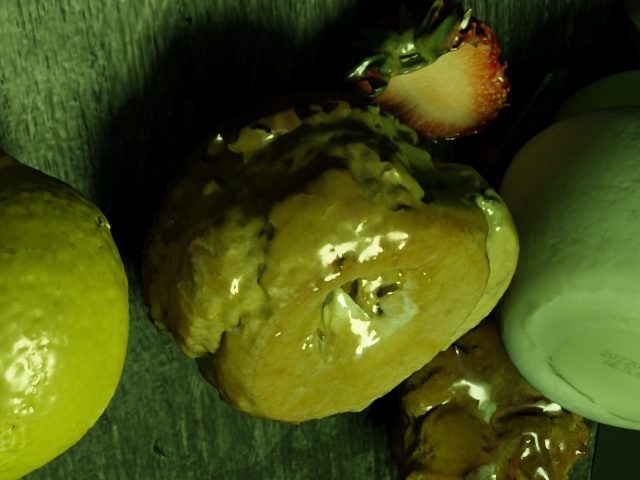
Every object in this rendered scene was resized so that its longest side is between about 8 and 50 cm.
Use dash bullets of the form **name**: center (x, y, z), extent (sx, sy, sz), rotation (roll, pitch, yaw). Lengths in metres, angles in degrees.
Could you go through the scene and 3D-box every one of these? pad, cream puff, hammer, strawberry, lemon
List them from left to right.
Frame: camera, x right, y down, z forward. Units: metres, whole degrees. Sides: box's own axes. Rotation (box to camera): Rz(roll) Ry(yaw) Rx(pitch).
- **lemon**: center (-0.287, 0.063, 1.287), extent (0.293, 0.293, 0.293), rotation (-17, 125, -25)
- **cream puff**: center (0.000, 0.000, 1.457), extent (0.343, 0.231, 0.327), rotation (-19, 142, -21)
- **strawberry**: center (0.093, -0.161, 1.542), extent (0.167, 0.087, 0.208), rotation (-24, 158, 3)
- **hammer**: center (0.160, -0.063, 1.656), extent (0.137, 0.037, 0.290), rotation (25, 100, -51)
- **cream puff**: center (0.181, 0.195, 1.727), extent (0.241, 0.155, 0.269), rotation (17, 76, -20)
- **pad**: center (0.413, 0.240, 2.038), extent (0.159, 0.009, 0.265), rotation (-16, 126, -26)

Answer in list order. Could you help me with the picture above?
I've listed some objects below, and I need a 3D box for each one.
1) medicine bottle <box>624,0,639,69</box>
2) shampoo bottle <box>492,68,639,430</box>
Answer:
- **medicine bottle**: center (0.431, -0.155, 1.708), extent (0.151, 0.151, 0.322), rotation (-38, 131, -9)
- **shampoo bottle**: center (0.325, 0.017, 1.584), extent (0.322, 0.322, 0.317), rotation (54, 45, -42)
